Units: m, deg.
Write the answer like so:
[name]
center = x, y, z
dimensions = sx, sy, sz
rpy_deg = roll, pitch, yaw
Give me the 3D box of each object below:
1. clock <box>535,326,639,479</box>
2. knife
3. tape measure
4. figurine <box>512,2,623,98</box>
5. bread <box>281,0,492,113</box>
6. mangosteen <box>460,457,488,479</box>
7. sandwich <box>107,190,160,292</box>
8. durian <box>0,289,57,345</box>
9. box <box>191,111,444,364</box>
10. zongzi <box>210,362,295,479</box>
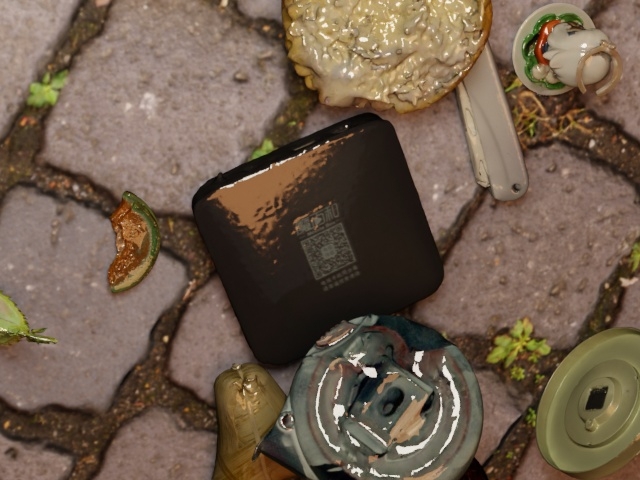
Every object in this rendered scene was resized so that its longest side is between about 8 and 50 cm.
[clock]
center = 0.401, 0.230, 1.861
dimensions = 0.029, 0.235, 0.235
rpy_deg = 32, 97, -25
[knife]
center = 0.224, -0.173, 1.770
dimensions = 0.073, 0.040, 0.265
rpy_deg = -18, 114, 1
[tape measure]
center = 0.079, 0.232, 1.693
dimensions = 0.256, 0.147, 0.275
rpy_deg = 32, 75, 7
[figurine]
center = 0.339, -0.238, 1.721
dimensions = 0.132, 0.153, 0.132
rpy_deg = -6, 111, -15
[bread]
center = 0.078, -0.291, 1.625
dimensions = 0.274, 0.149, 0.274
rpy_deg = -6, 116, -12
[mangosteen]
center = 0.120, 0.357, 1.842
dimensions = 0.228, 0.228, 0.265
rpy_deg = -29, 83, -6
[sandwich]
center = -0.241, 0.003, 1.692
dimensions = 0.067, 0.029, 0.135
rpy_deg = 0, 108, -18
[durian]
center = -0.438, 0.109, 1.628
dimensions = 0.215, 0.100, 0.086
rpy_deg = -2, 112, -10
[box]
center = 0.000, 0.000, 1.744
dimensions = 0.290, 0.073, 0.289
rpy_deg = -25, 115, -8
[zongzi]
center = -0.121, 0.277, 1.795
dimensions = 0.197, 0.099, 0.194
rpy_deg = -29, 115, 2
